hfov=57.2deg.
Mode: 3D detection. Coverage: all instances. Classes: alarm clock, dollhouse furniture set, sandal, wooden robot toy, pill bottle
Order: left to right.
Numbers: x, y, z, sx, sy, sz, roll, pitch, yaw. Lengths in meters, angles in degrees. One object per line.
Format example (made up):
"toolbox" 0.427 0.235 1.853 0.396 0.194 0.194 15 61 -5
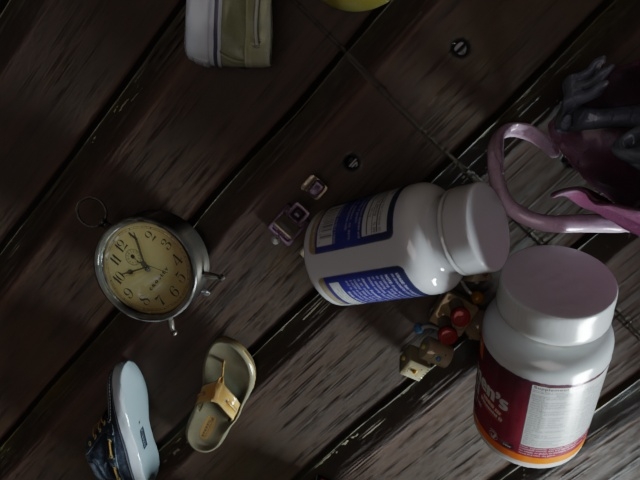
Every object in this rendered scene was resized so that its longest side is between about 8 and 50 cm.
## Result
"alarm clock" -0.215 0.015 0.708 0.192 0.064 0.129 41 109 -5
"sandal" -0.134 0.208 0.756 0.072 0.049 0.180 23 108 3
"dollhouse furniture set" 0.000 0.000 0.655 0.114 0.081 0.091 42 109 -3
"pill bottle" 0.084 0.003 0.590 0.187 0.112 0.112 -12 105 42
"wooden robot toy" 0.163 0.101 0.665 0.079 0.076 0.173 25 109 -9
"pill bottle" 0.222 0.120 0.593 0.121 0.121 0.221 1 128 10

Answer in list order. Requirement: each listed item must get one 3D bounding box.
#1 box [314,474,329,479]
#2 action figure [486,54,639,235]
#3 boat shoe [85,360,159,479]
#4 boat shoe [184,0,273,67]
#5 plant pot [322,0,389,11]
"box" 0.069 0.434 0.787 0.233 0.044 0.159 24 108 3
"action figure" 0.371 -0.001 0.534 0.370 0.248 0.276 28 147 -24
"boat shoe" -0.277 0.247 0.784 0.083 0.065 0.183 -2 106 9
"boat shoe" -0.075 -0.322 0.578 0.094 0.109 0.302 6 117 -7
"plant pot" 0.030 -0.294 0.559 0.134 0.095 0.134 3 107 9
